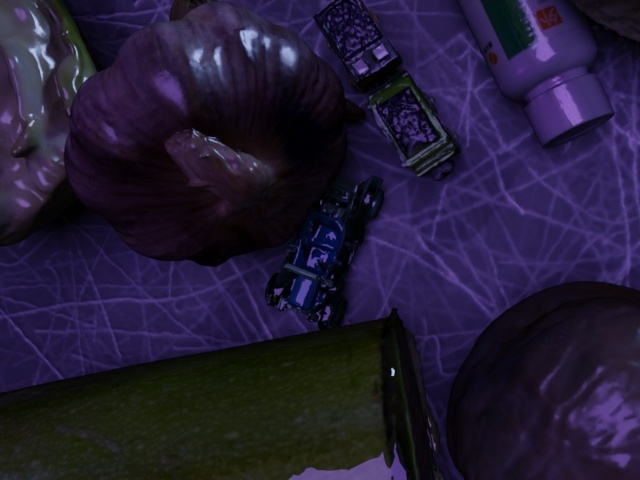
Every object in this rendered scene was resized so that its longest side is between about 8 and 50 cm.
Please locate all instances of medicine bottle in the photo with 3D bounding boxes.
[{"bbox_3d":[0.176,-0.212,0.715,0.095,0.095,0.260,-23,80,11],"label":"medicine bottle"}]

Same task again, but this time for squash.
[{"bbox_3d":[-0.088,0.221,0.667,0.384,0.263,0.263,-13,83,12],"label":"squash"}]

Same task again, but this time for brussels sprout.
[{"bbox_3d":[-0.363,-0.174,0.750,0.276,0.315,0.371,-43,100,-15],"label":"brussels sprout"}]

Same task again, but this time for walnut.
[{"bbox_3d":[0.210,0.135,0.621,0.224,0.224,0.224,-1,86,14],"label":"walnut"}]

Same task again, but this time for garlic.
[{"bbox_3d":[-0.083,-0.072,0.663,0.245,0.245,0.160,-41,47,8],"label":"garlic"}]

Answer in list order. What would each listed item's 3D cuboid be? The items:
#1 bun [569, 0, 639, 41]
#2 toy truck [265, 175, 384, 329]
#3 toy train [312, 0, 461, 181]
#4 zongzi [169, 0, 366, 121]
[{"bbox_3d":[0.339,-0.297,0.625,0.364,0.202,0.364,-2,82,12],"label":"bun"},{"bbox_3d":[-0.001,0.001,0.752,0.080,0.078,0.154,20,90,14],"label":"toy truck"},{"bbox_3d":[0.062,-0.146,0.745,0.060,0.081,0.202,-34,78,10],"label":"toy train"},{"bbox_3d":[-0.057,-0.179,0.785,0.176,0.078,0.160,-12,83,3],"label":"zongzi"}]
